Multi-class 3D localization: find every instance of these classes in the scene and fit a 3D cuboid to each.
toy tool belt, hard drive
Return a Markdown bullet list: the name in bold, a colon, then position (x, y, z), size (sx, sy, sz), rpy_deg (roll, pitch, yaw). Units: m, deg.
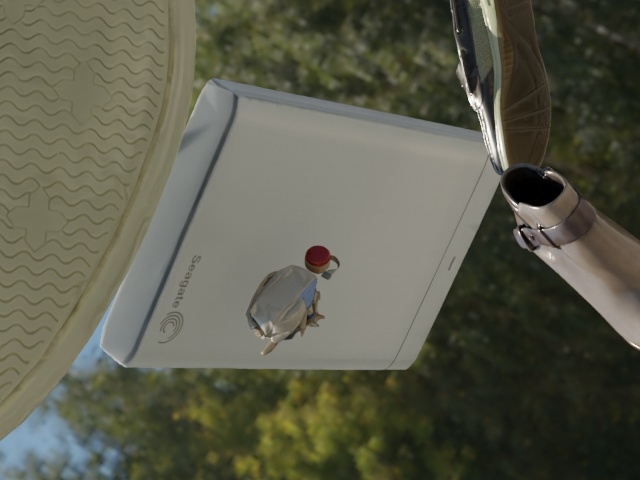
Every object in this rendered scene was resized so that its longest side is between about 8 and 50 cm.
- **toy tool belt**: position (-0.021, 0.046, 1.211), size (0.083, 0.052, 0.051), rpy_deg (-49, -25, -33)
- **hard drive**: position (0.000, 0.000, 1.334), size (0.353, 0.047, 0.233), rpy_deg (6, -66, -48)

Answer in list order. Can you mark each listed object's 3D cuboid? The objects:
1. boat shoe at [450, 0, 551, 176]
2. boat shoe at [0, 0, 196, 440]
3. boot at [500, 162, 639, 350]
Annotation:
- **boat shoe**: position (0.117, -0.115, 1.064), size (0.056, 0.049, 0.152), rpy_deg (-15, -78, -45)
- **boat shoe**: position (-0.078, -0.060, 0.381), size (0.079, 0.084, 0.233), rpy_deg (-14, 64, 58)
- **boot**: position (0.131, 0.006, 0.738), size (0.042, 0.087, 0.118), rpy_deg (-49, 30, -10)
